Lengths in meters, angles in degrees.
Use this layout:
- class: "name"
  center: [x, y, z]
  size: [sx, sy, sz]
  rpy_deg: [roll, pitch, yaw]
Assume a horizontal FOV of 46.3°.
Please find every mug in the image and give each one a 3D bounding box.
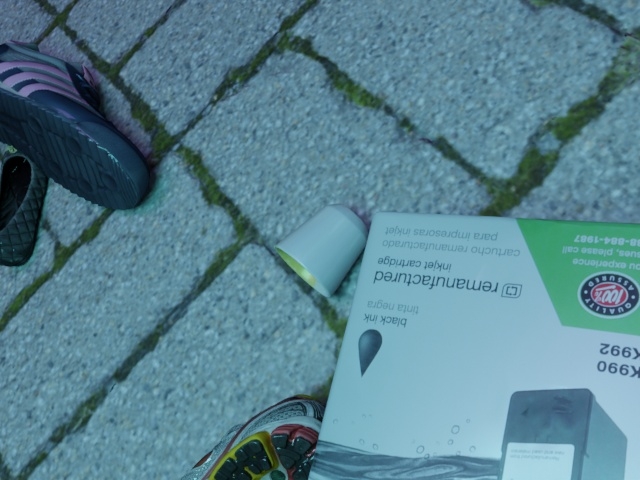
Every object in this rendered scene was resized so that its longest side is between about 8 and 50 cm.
- class: "mug"
  center: [0.001, 0.000, 0.626]
  size: [0.078, 0.062, 0.064]
  rpy_deg: [37, 79, 30]

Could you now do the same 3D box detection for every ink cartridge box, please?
- class: "ink cartridge box"
  center: [0.114, 0.139, 0.456]
  size: [0.211, 0.121, 0.289]
  rpy_deg: [4, 69, 30]

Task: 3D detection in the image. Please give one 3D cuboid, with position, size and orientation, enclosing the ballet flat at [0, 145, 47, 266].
- class: "ballet flat"
  center: [-0.344, -0.052, 0.842]
  size: [0.057, 0.049, 0.173]
  rpy_deg: [-18, 59, 19]

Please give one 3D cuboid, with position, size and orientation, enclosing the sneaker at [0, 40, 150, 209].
- class: "sneaker"
  center: [-0.279, -0.147, 0.827]
  size: [0.319, 0.112, 0.131]
  rpy_deg: [31, 50, 24]

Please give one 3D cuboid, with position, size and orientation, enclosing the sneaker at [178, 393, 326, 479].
- class: "sneaker"
  center: [-0.068, 0.199, 0.560]
  size: [0.225, 0.093, 0.088]
  rpy_deg: [-40, 95, 20]
